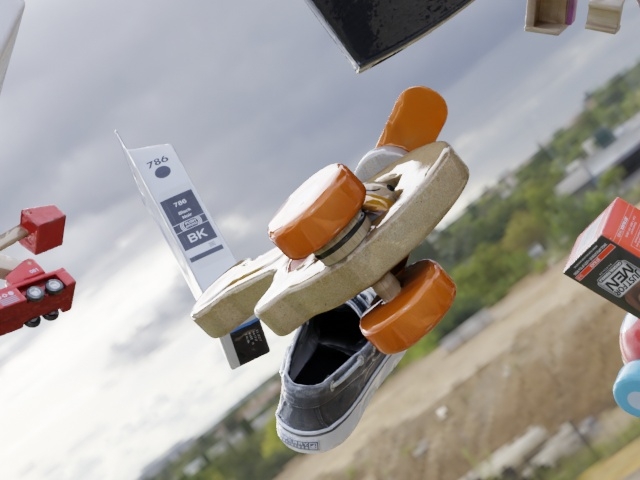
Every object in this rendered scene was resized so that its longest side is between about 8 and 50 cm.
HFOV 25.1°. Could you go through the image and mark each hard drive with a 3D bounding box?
[{"bbox_3d":[0.101,-0.309,1.543,0.255,0.172,0.054,-35,17,8],"label":"hard drive"}]

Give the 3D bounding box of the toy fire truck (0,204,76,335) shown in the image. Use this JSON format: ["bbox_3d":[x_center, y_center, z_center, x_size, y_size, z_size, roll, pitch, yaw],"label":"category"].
[{"bbox_3d":[-0.340,0.036,1.575,0.192,0.135,0.047,-21,-39,-38],"label":"toy fire truck"}]

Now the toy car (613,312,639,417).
[{"bbox_3d":[0.472,0.072,1.783,0.210,0.238,0.219,7,38,26],"label":"toy car"}]

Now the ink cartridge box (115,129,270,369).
[{"bbox_3d":[-0.168,-0.003,1.883,0.065,0.332,0.165,-26,-38,-9],"label":"ink cartridge box"}]

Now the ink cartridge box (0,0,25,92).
[{"bbox_3d":[-0.513,-0.112,1.760,0.395,0.166,0.285,126,165,-56],"label":"ink cartridge box"}]

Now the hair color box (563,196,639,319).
[{"bbox_3d":[0.270,0.032,1.126,0.043,0.141,0.072,-61,1,-32],"label":"hair color box"}]

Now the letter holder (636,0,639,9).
[{"bbox_3d":[0.440,-0.280,1.528,0.214,0.302,0.152,-33,-30,18],"label":"letter holder"}]

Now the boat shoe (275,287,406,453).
[{"bbox_3d":[0.027,0.095,1.544,0.301,0.108,0.102,-54,-32,-49],"label":"boat shoe"}]

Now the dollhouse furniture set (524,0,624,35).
[{"bbox_3d":[0.445,-0.408,1.849,0.198,0.303,0.286,-47,-36,-54],"label":"dollhouse furniture set"}]

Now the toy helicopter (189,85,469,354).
[{"bbox_3d":[0.000,0.000,1.262,0.355,0.140,0.235,-27,22,50],"label":"toy helicopter"}]
